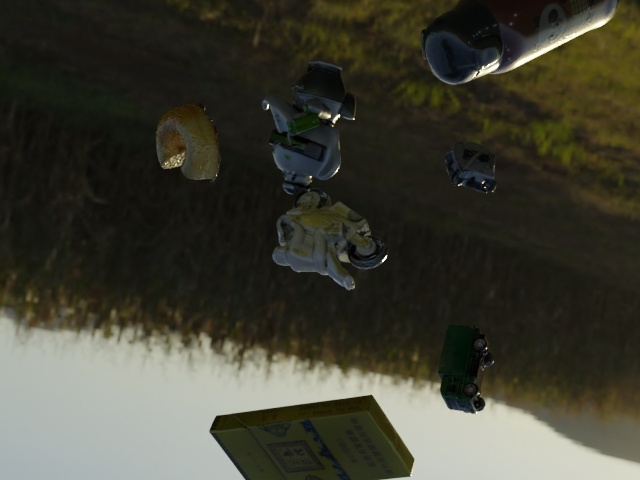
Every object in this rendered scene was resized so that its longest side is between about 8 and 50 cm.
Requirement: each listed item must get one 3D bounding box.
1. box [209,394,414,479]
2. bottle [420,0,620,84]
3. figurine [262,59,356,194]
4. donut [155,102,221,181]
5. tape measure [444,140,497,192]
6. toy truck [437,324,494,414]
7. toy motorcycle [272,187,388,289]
[{"bbox_3d":[-0.014,0.307,1.754,0.279,0.041,0.153,-13,127,28],"label":"box"},{"bbox_3d":[0.297,-0.336,1.773,0.336,0.144,0.144,-30,-161,-28],"label":"bottle"},{"bbox_3d":[-0.018,-0.158,1.660,0.126,0.192,0.147,9,-174,-27],"label":"figurine"},{"bbox_3d":[-0.259,-0.193,2.248,0.078,0.146,0.181,-11,-158,-28],"label":"donut"},{"bbox_3d":[0.259,-0.129,2.027,0.091,0.094,0.054,10,133,-9],"label":"tape measure"},{"bbox_3d":[0.249,0.223,2.015,0.079,0.147,0.065,-1,145,23],"label":"toy truck"},{"bbox_3d":[0.000,0.000,1.817,0.228,0.151,0.074,43,159,42],"label":"toy motorcycle"}]
